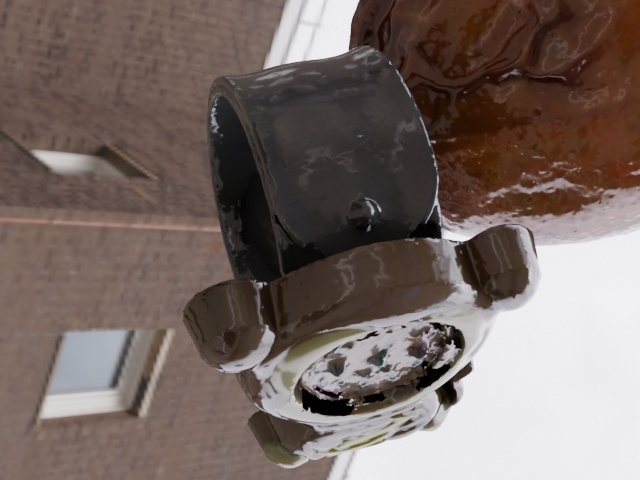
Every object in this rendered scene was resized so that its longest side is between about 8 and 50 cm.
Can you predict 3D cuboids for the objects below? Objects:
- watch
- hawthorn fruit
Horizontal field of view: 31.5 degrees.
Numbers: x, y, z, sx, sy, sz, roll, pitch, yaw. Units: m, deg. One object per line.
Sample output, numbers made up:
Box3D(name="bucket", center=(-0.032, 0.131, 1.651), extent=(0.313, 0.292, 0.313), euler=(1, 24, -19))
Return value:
Box3D(name="watch", center=(0.000, 0.000, 1.090), extent=(0.335, 0.314, 0.327), euler=(96, -22, -55))
Box3D(name="hawthorn fruit", center=(0.255, -0.205, 1.262), extent=(0.472, 0.472, 0.471), euler=(-2, -93, 43))
